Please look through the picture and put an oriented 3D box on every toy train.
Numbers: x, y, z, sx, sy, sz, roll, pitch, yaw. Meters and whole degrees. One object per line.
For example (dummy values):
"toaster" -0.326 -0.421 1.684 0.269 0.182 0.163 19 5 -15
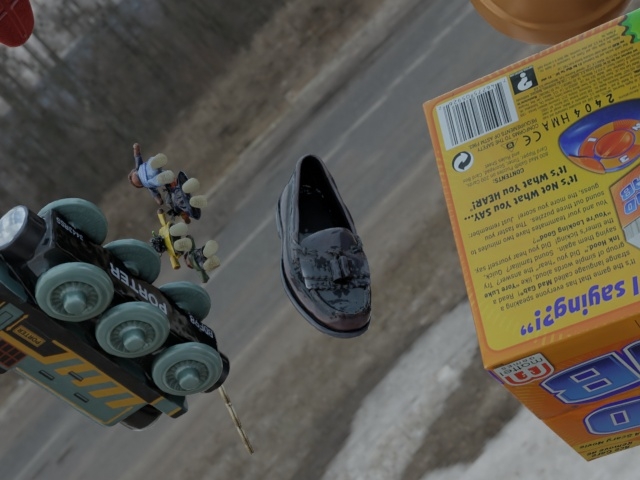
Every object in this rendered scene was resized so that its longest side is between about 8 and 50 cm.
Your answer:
"toy train" -0.247 0.090 1.303 0.190 0.334 0.142 -33 43 17

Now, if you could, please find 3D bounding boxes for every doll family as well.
"doll family" -0.191 -0.034 1.562 0.076 0.193 0.111 -12 3 -20

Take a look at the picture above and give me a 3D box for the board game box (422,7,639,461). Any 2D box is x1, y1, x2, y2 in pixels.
"board game box" 0.377 -0.005 1.420 0.356 0.356 0.356 -22 56 20

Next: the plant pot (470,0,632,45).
"plant pot" 0.356 -0.468 1.868 0.291 0.291 0.203 -45 -14 -2

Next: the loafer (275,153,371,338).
"loafer" 0.000 0.000 1.598 0.302 0.109 0.095 -110 24 -50

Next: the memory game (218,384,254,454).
"memory game" -0.148 0.257 1.945 0.012 0.186 0.186 -25 13 -7

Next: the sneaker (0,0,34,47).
"sneaker" -0.468 -0.337 1.568 0.087 0.221 0.128 -50 29 -23
